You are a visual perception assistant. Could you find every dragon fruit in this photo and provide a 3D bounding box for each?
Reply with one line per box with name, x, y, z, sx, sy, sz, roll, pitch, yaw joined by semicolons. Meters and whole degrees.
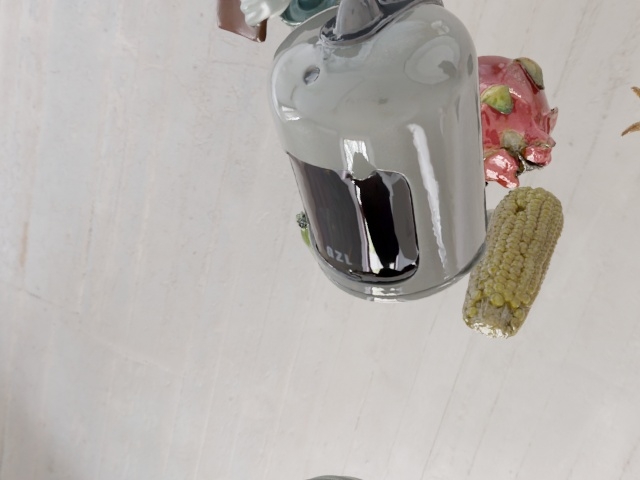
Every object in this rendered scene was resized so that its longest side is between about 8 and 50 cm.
dragon fruit;0.401;-0.256;1.343;0.305;0.226;0.306;2;131;2

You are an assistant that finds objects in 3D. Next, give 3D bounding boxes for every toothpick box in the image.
toothpick box;0.070;-0.112;0.609;0.228;0.229;0.317;1;137;18

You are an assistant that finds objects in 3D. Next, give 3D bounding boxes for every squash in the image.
squash;0.000;0.000;0.956;0.052;0.183;0.052;-4;67;9

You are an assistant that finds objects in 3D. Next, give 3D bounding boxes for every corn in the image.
corn;0.308;0.024;0.933;0.119;0.322;0.119;23;144;18

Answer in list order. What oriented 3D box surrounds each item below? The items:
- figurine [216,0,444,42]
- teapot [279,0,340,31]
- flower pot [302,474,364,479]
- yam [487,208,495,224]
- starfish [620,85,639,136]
figurine;0.007;-0.324;0.629;0.338;0.204;0.284;29;103;-25
teapot;0.007;-0.360;1.039;0.170;0.225;0.203;10;75;22
flower pot;0.004;0.333;0.559;0.157;0.243;0.190;9;101;34
yam;0.419;-0.043;1.457;0.068;0.169;0.069;10;107;36
starfish;0.940;-0.331;1.498;0.293;0.084;0.302;28;106;-5
